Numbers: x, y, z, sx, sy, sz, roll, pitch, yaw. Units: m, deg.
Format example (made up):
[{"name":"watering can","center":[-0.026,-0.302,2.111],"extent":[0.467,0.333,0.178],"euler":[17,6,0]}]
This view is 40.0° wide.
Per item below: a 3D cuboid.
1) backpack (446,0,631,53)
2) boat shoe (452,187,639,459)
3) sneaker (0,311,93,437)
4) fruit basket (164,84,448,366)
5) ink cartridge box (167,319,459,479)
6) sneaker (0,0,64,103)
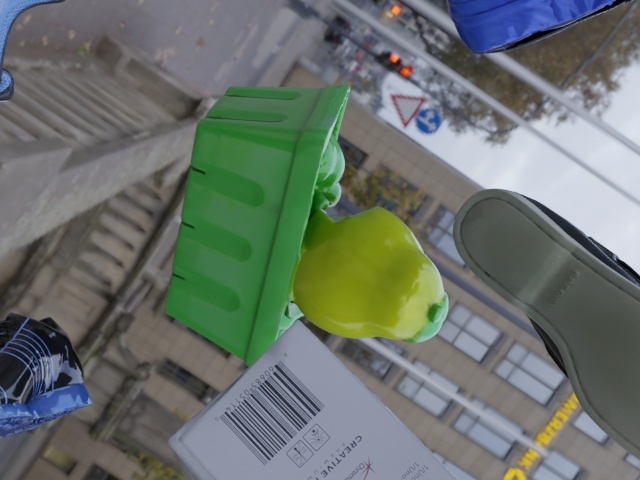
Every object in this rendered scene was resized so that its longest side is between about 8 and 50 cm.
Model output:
[{"name":"backpack","center":[0.140,-0.193,0.608],"extent":[0.120,0.101,0.098],"euler":[-24,-159,21]},{"name":"boat shoe","center":[0.275,0.080,0.861],"extent":[0.113,0.340,0.127],"euler":[-5,134,-57]},{"name":"sneaker","center":[-0.251,0.103,0.672],"extent":[0.081,0.090,0.232],"euler":[-24,172,3]},{"name":"fruit basket","center":[0.000,0.000,1.175],"extent":[0.392,0.392,0.283],"euler":[-54,-173,27]},{"name":"ink cartridge box","center":[0.019,0.240,0.722],"extent":[0.130,0.272,0.309],"euler":[-42,169,-19]},{"name":"sneaker","center":[-0.355,-0.150,0.783],"extent":[0.330,0.147,0.130],"euler":[-47,-147,-5]}]
